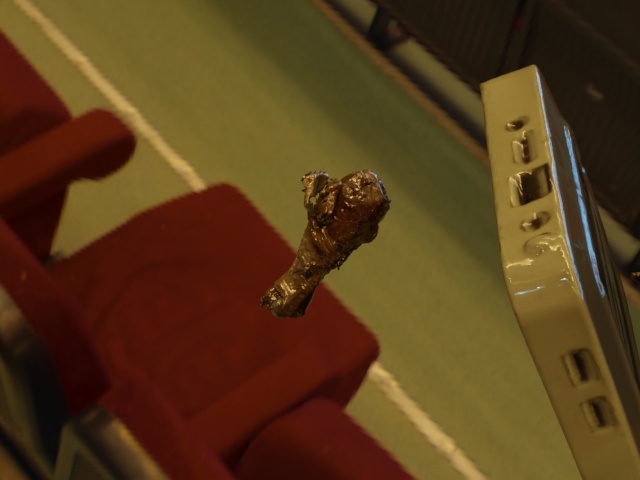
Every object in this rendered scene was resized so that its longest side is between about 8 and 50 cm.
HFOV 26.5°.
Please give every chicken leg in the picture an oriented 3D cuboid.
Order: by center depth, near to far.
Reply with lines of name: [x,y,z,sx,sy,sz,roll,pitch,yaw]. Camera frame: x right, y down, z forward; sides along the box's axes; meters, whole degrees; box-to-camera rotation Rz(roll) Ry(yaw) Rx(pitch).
chicken leg: [0.005,-0.001,1.575,0.125,0.196,0.080,-9,43,-47]

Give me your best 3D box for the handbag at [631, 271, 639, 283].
handbag: [0.532,0.070,1.718,0.178,0.275,0.301,45,29,-42]

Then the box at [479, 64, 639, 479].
box: [0.263,0.048,1.418,0.091,0.373,0.367,-16,38,13]
